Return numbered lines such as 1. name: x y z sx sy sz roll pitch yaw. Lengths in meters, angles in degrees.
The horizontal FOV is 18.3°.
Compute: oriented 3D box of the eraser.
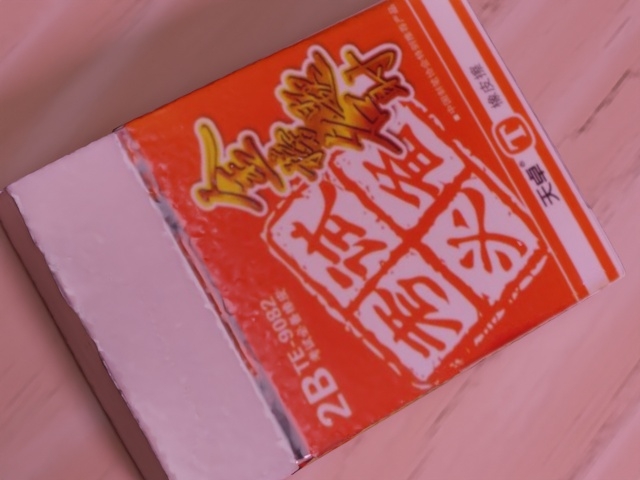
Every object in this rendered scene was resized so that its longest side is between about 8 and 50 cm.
1. eraser: 0.000 0.000 0.828 0.230 0.038 0.157 -28 87 -25
